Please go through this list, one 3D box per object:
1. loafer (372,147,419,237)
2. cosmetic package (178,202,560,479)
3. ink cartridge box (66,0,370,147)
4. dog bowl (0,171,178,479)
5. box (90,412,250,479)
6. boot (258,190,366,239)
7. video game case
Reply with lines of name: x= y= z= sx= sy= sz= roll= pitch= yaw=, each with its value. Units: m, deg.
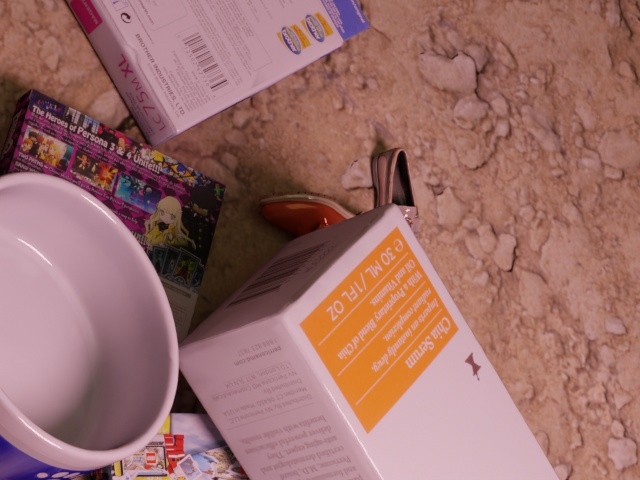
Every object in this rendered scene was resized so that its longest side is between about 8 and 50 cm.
loafer: x=0.087 y=-0.042 z=2.004 sx=0.045 sy=0.039 sz=0.125 roll=-2 pitch=75 yaw=-37
cosmetic package: x=0.078 y=0.221 z=1.784 sx=0.453 sy=0.161 sz=0.230 roll=59 pitch=43 yaw=-12
ink cartridge box: x=-0.102 y=-0.242 z=1.928 sx=0.311 sy=0.065 sz=0.186 roll=-32 pitch=93 yaw=-36
dog bowl: x=-0.250 y=0.080 z=1.581 sx=0.265 sy=0.104 sz=0.265 roll=33 pitch=44 yaw=-39
box: x=-0.110 y=0.249 z=1.759 sx=0.233 sy=0.044 sz=0.159 roll=5 pitch=71 yaw=-34
boot: x=0.000 y=0.000 z=1.919 sx=0.158 sy=0.059 sz=0.085 roll=21 pitch=67 yaw=-29
video game case: x=-0.217 y=-0.007 z=1.774 sx=0.232 sy=0.042 sz=0.210 roll=26 pitch=62 yaw=-26
